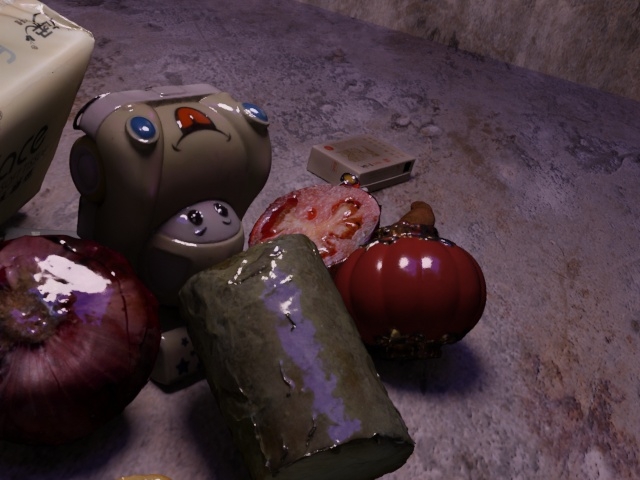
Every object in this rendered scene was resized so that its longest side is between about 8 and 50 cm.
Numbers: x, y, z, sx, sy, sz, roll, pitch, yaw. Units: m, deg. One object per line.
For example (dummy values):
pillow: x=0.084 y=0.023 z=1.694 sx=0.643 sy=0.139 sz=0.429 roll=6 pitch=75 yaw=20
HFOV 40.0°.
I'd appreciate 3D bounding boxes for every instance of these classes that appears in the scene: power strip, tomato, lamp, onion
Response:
power strip: x=-0.380 y=0.007 z=1.344 sx=0.253 sy=0.027 sz=0.060 roll=4 pitch=31 yaw=-20
tomato: x=-0.001 y=0.002 z=1.431 sx=0.225 sy=0.085 sz=0.225 roll=-11 pitch=36 yaw=8
lamp: x=0.127 y=0.070 z=1.286 sx=0.227 sy=0.226 sz=0.227 roll=12 pitch=28 yaw=-6
onion: x=-0.314 y=0.113 z=1.012 sx=0.252 sy=0.252 sz=0.219 roll=3 pitch=-15 yaw=-12

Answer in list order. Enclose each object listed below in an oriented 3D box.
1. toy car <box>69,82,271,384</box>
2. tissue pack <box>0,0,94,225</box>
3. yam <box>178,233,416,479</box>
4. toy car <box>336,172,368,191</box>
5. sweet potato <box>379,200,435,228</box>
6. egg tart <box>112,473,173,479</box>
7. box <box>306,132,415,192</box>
toy car: x=-0.184 y=-0.013 z=1.152 sx=0.226 sy=0.335 sz=0.242 roll=36 pitch=34 yaw=31
tissue pack: x=-0.502 y=-0.120 z=1.151 sx=0.205 sy=0.331 sz=0.405 roll=30 pitch=33 yaw=-4
yam: x=-0.037 y=0.143 z=1.004 sx=0.195 sy=0.195 sz=0.300 roll=-6 pitch=56 yaw=-35
toy car: x=0.042 y=-0.038 z=1.577 sx=0.112 sy=0.112 sz=0.139 roll=43 pitch=46 yaw=15
sweet potato: x=0.175 y=-0.032 z=1.669 sx=0.078 sy=0.058 sz=0.255 roll=3 pitch=18 yaw=22
egg tart: x=-0.168 y=0.306 z=0.853 sx=0.191 sy=0.074 sz=0.191 roll=11 pitch=28 yaw=-6
box: x=0.087 y=-0.163 z=1.861 sx=0.141 sy=0.058 sz=0.201 roll=32 pitch=31 yaw=28
